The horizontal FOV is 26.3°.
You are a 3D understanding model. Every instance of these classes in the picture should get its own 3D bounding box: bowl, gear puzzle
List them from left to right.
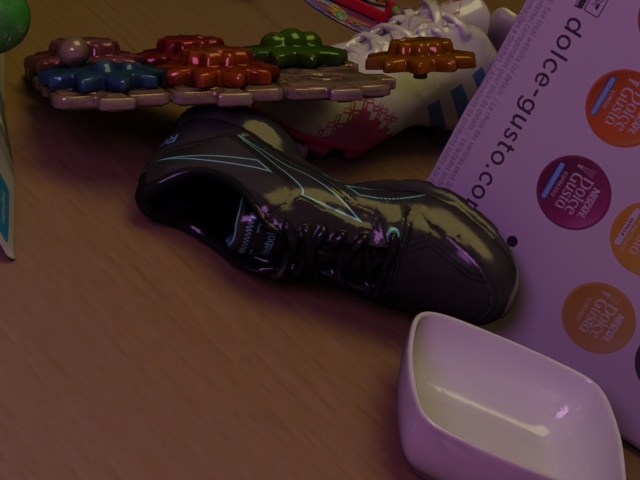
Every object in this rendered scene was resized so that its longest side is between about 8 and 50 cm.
[{"bbox_3d":[-0.039,-0.134,0.999,0.339,0.044,0.175,-4,16,-18],"label":"gear puzzle"},{"bbox_3d":[0.107,0.113,0.829,0.142,0.053,0.142,24,26,-7],"label":"bowl"}]

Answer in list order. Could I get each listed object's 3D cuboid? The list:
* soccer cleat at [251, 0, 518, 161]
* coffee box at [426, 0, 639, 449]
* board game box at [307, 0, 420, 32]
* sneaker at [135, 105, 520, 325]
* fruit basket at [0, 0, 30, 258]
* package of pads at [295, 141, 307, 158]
[{"bbox_3d":[0.069,-0.157,1.198,0.116,0.143,0.331,41,29,27],"label":"soccer cleat"},{"bbox_3d":[0.310,-0.060,1.016,0.334,0.337,0.338,34,26,13],"label":"coffee box"},{"bbox_3d":[0.047,-0.275,1.529,0.169,0.033,0.133,-3,38,-47],"label":"board game box"},{"bbox_3d":[0.000,0.000,0.917,0.267,0.101,0.106,23,34,13],"label":"sneaker"},{"bbox_3d":[-0.247,-0.213,0.834,0.165,0.353,0.327,-23,35,2],"label":"fruit basket"},{"bbox_3d":[-0.052,-0.067,1.042,0.083,0.032,0.050,23,24,-7],"label":"package of pads"}]
